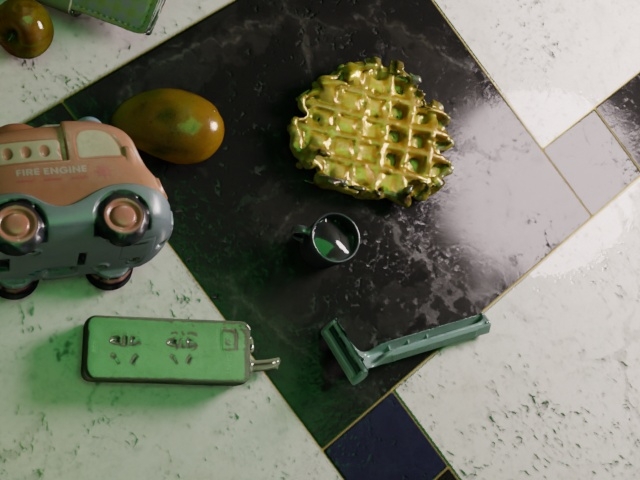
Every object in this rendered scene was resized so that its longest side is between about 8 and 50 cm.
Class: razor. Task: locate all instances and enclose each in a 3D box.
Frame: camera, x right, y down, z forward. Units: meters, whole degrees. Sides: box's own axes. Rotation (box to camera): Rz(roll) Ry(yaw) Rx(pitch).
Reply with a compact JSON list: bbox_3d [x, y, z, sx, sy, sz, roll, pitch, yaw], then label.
[{"bbox_3d":[0.145,0.160,1.535,0.278,0.056,0.111,-8,43,-27],"label":"razor"}]

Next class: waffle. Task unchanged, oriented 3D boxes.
[{"bbox_3d":[0.090,-0.168,1.590,0.281,0.060,0.262,-36,90,-24],"label":"waffle"}]

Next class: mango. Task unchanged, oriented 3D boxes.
[{"bbox_3d":[-0.224,-0.175,1.464,0.163,0.089,0.111,23,71,-4],"label":"mango"}]

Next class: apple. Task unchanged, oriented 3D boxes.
[{"bbox_3d":[-0.428,-0.309,1.423,0.089,0.089,0.074,48,54,-3],"label":"apple"}]

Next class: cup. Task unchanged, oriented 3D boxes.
[{"bbox_3d":[0.000,0.000,1.505,0.100,0.077,0.078,20,71,-15],"label":"cup"}]

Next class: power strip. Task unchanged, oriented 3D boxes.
[{"bbox_3d":[-0.194,0.160,1.408,0.288,0.053,0.093,4,75,-18],"label":"power strip"}]

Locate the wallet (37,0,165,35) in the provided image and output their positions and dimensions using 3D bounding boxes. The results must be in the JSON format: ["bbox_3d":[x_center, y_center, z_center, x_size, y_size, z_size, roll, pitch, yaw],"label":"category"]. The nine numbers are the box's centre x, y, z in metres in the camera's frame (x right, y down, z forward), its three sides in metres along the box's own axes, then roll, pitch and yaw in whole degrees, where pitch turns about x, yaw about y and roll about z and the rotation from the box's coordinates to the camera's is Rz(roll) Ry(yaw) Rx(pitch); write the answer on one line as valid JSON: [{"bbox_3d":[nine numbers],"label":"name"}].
[{"bbox_3d":[-0.362,-0.451,1.458,0.310,0.077,0.223,21,94,-2],"label":"wallet"}]

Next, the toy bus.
[{"bbox_3d":[-0.357,-0.056,1.343,0.288,0.194,0.232,-8,67,-21],"label":"toy bus"}]
